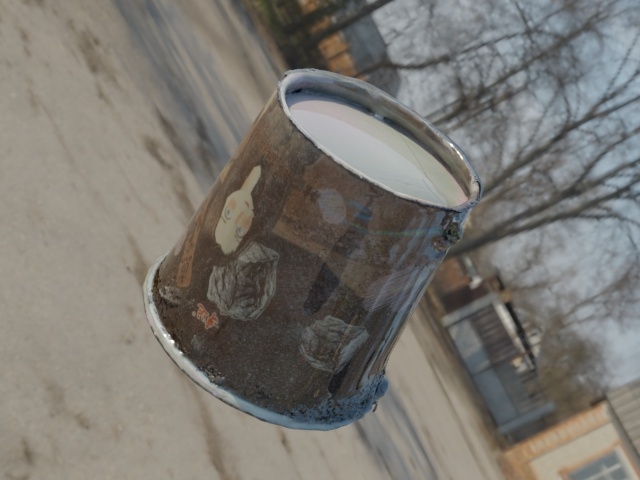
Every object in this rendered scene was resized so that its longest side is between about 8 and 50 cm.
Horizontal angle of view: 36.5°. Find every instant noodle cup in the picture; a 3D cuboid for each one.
[{"bbox_3d":[0.000,0.000,0.748,0.217,0.207,0.217,23,28,-13],"label":"instant noodle cup"}]
